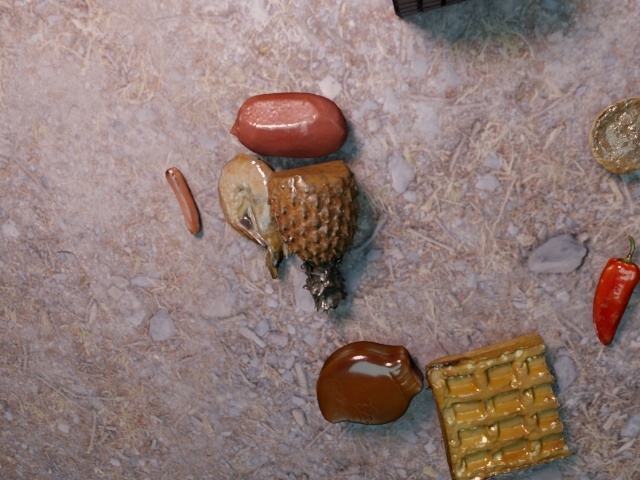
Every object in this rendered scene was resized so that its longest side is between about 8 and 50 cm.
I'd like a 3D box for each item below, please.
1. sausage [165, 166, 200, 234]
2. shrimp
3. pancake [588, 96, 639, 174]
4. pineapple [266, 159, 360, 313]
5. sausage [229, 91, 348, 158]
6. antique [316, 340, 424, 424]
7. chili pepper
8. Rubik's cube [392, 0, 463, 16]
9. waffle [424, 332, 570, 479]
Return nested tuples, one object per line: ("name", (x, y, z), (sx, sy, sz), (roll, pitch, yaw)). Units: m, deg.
("sausage", (-0.344, -0.099, 1.135), (0.047, 0.040, 0.176), (-16, 105, 15))
("shrimp", (-0.162, -0.052, 1.101), (0.168, 0.077, 0.317), (-4, 103, 23))
("pancake", (0.603, -0.203, 0.880), (0.152, 0.025, 0.151), (3, 108, 10))
("pineapple", (0.000, 0.000, 1.021), (0.202, 0.202, 0.361), (-4, 114, 13))
("sausage", (-0.070, -0.251, 0.978), (0.255, 0.148, 0.148), (-3, 107, 11))
("antique", (0.118, 0.360, 1.140), (0.278, 0.129, 0.223), (-34, 98, 19))
("chili pepper", (0.648, 0.119, 0.993), (0.071, 0.063, 0.272), (11, 113, 21))
("Rubik's cube", (0.222, -0.545, 0.770), (0.237, 0.238, 0.237), (-7, 107, 16))
("waffle", (0.421, 0.407, 1.088), (0.304, 0.077, 0.348), (-15, 104, 3))
